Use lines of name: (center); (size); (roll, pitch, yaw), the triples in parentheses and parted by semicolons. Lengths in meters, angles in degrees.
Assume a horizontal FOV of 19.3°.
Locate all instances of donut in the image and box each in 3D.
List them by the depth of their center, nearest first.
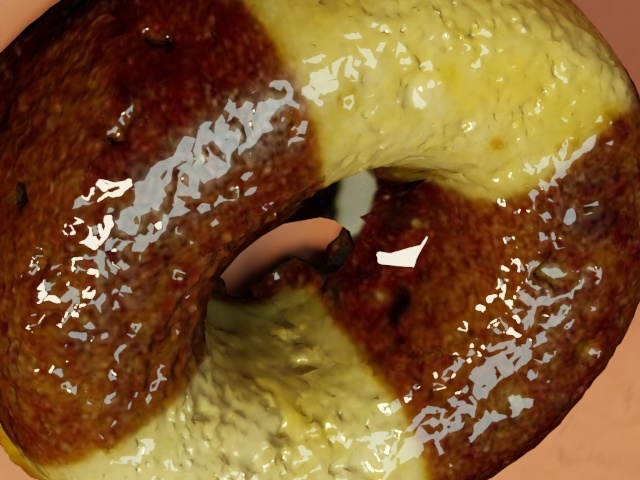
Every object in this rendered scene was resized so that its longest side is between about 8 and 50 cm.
donut: (0.000, 0.000, 0.448); (0.184, 0.073, 0.166); (-25, 121, -12)
